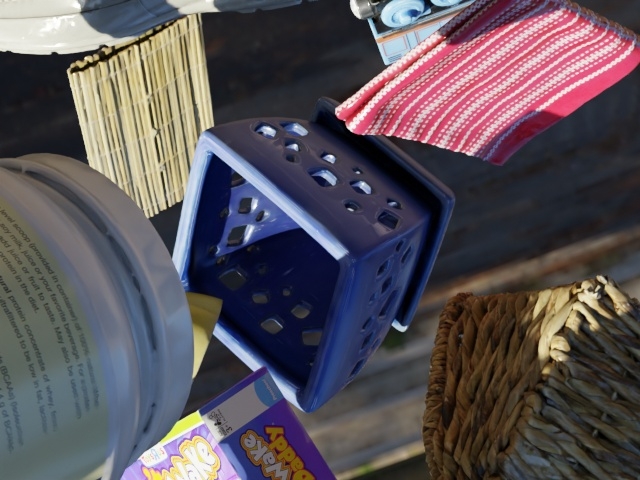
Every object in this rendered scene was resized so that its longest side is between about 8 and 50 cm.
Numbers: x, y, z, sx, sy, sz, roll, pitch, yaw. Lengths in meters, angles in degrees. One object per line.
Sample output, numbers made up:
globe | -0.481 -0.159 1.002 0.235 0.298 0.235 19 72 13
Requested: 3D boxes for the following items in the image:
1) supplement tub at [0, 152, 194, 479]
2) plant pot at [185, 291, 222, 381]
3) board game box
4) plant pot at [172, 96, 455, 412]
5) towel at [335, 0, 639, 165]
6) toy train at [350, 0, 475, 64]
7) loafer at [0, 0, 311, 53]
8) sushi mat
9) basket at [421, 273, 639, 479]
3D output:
supplement tub | -0.248 0.087 0.877 0.235 0.235 0.325 -30 177 42
plant pot | -0.168 0.103 1.623 0.095 0.134 0.134 23 159 -7
board game box | -0.089 0.269 1.430 0.078 0.233 0.347 -31 178 -35
plant pot | 0.000 0.000 1.741 0.212 0.236 0.236 -29 147 -40
towel | 0.159 -0.139 1.422 0.199 0.031 0.275 -36 157 26
toy train | 0.120 -0.239 1.536 0.184 0.080 0.105 -20 154 4
loafer | -0.124 -0.214 1.188 0.319 0.111 0.112 -11 -151 16
sushi mat | -0.184 -0.122 1.748 0.151 0.019 0.316 -30 154 -16
basket | 0.217 0.188 1.223 0.299 0.213 0.223 32 162 -18
